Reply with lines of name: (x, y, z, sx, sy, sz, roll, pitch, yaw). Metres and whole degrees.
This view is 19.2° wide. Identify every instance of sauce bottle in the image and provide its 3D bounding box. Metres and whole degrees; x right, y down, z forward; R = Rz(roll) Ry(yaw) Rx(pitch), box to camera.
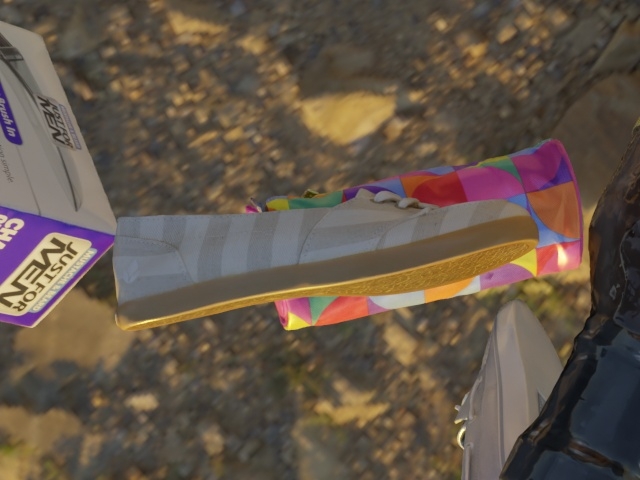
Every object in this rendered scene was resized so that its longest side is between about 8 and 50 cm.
sauce bottle: (0.183, -0.033, 0.795, 0.111, 0.111, 0.344, 29, 84, 11)

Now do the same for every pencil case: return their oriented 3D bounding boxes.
pencil case: (0.068, -0.007, 1.344, 0.236, 0.104, 0.104, -9, 107, -3)

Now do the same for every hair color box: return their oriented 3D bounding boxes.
hair color box: (-0.297, -0.072, 1.121, 0.110, 0.339, 0.185, -45, 52, 27)

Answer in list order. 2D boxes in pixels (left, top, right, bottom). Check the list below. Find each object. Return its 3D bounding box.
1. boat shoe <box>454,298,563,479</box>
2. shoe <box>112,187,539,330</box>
boat shoe: (0.108, 0.106, 1.113, 0.063, 0.184, 0.066, -28, 124, 22)
shoe: (0.000, 0.000, 0.956, 0.219, 0.076, 0.058, -10, 80, 3)
